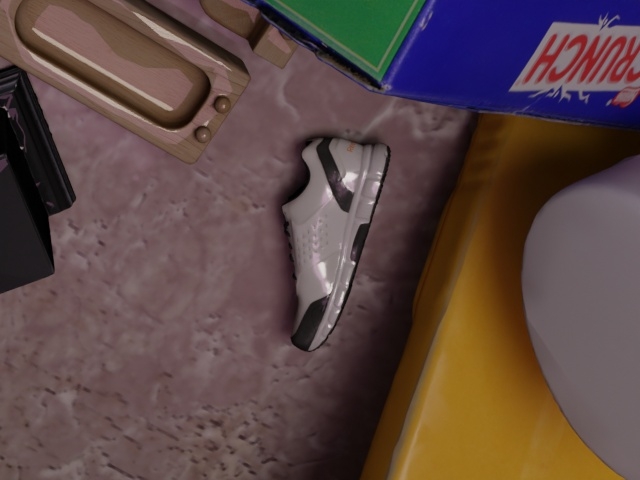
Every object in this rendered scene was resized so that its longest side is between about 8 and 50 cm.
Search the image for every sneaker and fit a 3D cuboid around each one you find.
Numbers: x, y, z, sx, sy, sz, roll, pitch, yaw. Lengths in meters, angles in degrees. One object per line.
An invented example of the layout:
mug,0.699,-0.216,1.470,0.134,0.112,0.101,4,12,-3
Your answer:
sneaker,0.000,0.000,0.915,0.044,0.040,0.109,16,107,1

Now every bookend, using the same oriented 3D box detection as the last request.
bookend,-0.184,0.007,0.813,0.156,0.157,0.072,-19,116,-1

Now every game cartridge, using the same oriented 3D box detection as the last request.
game cartridge,0.161,0.108,0.915,0.285,0.053,0.323,22,80,-19

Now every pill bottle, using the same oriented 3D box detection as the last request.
pill bottle,0.248,-0.009,0.820,0.319,0.176,0.176,-20,118,-27

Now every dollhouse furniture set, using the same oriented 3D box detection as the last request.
dollhouse furniture set,-0.066,-0.111,0.801,0.144,0.123,0.151,30,105,-21

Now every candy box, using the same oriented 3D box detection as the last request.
candy box,0.121,-0.205,0.724,0.268,0.122,0.317,0,122,-59
